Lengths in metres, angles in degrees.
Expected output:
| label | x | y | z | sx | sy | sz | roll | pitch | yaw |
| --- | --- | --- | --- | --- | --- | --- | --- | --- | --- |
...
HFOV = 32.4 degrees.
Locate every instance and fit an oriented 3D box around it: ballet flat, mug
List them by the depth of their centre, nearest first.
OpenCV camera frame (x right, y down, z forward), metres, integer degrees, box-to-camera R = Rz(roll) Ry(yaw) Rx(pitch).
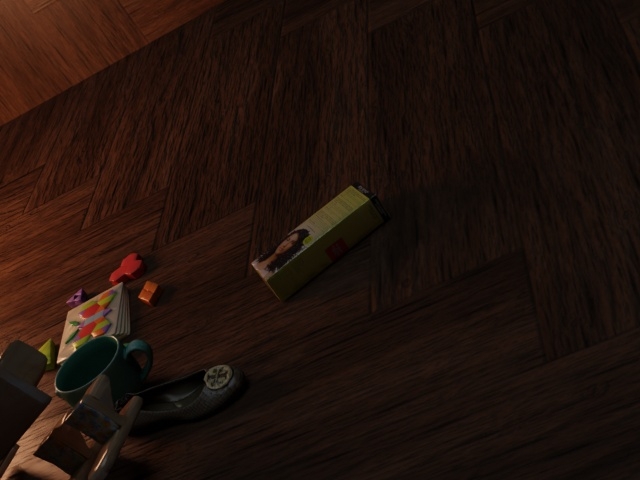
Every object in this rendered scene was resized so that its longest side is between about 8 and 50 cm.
| label | x | y | z | sx | sy | sz | roll | pitch | yaw |
| --- | --- | --- | --- | --- | --- | --- | --- | --- | --- |
| ballet flat | -0.231 | 0.244 | 1.727 | 0.249 | 0.058 | 0.084 | -20 | 33 | 25 |
| mug | -0.350 | 0.235 | 1.827 | 0.157 | 0.097 | 0.129 | -6 | 39 | 40 |

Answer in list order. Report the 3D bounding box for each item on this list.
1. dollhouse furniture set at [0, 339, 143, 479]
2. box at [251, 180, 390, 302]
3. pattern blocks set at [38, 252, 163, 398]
| label | x | y | z | sx | sy | sz | roll | pitch | yaw |
| --- | --- | --- | --- | --- | --- | --- | --- | --- | --- |
| dollhouse furniture set | -0.537 | 0.319 | 1.657 | 0.394 | 0.362 | 0.256 | -45 | 16 | 44 |
| box | 0.000 | 0.000 | 1.849 | 0.232 | 0.058 | 0.087 | -38 | 29 | -7 |
| pattern blocks set | -0.426 | 0.157 | 2.094 | 0.285 | 0.026 | 0.325 | -36 | 29 | -1 |
